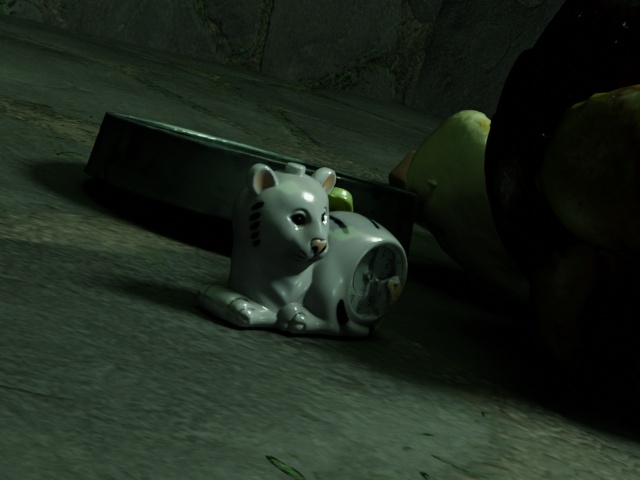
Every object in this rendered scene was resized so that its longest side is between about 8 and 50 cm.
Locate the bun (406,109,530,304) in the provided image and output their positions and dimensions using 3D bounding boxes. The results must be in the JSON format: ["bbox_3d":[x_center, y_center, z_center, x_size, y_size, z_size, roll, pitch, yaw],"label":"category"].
[{"bbox_3d":[0.184,-0.025,1.461,0.229,0.145,0.229,32,5,-3],"label":"bun"}]

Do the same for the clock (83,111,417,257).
[{"bbox_3d":[-0.063,-0.054,1.397,0.319,0.066,0.319,14,5,-1],"label":"clock"}]

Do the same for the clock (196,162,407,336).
[{"bbox_3d":[-0.002,0.005,1.078,0.080,0.117,0.176,26,12,41],"label":"clock"}]

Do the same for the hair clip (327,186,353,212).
[{"bbox_3d":[0.000,0.000,1.194,0.060,0.033,0.188,12,-19,-3],"label":"hair clip"}]

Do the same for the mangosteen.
[{"bbox_3d":[0.302,-0.053,1.206,0.381,0.381,0.421,23,43,33],"label":"mangosteen"}]

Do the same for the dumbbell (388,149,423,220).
[{"bbox_3d":[0.170,-0.043,1.778,0.082,0.092,0.231,-19,25,-25],"label":"dumbbell"}]
